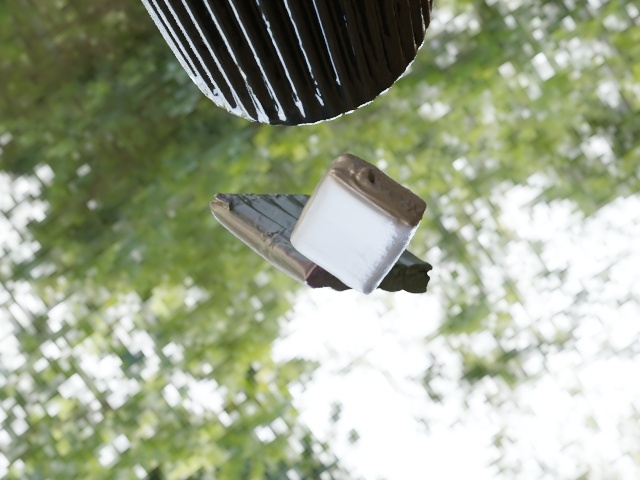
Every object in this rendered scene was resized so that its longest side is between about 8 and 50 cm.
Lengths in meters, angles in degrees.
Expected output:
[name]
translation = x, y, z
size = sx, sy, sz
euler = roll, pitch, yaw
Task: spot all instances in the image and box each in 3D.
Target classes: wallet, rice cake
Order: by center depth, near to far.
[wallet]
translation = 0.030, -0.014, 1.511
size = 0.033, 0.095, 0.190
euler = -57, 177, -24
[rice cake]
translation = 0.000, 0.000, 1.770
size = 0.189, 0.037, 0.198
euler = 1, -157, -43

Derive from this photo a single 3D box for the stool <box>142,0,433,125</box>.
[stool]
translation = -0.046, -0.290, 1.520
size = 0.297, 0.297, 0.330
euler = -37, 150, -8
